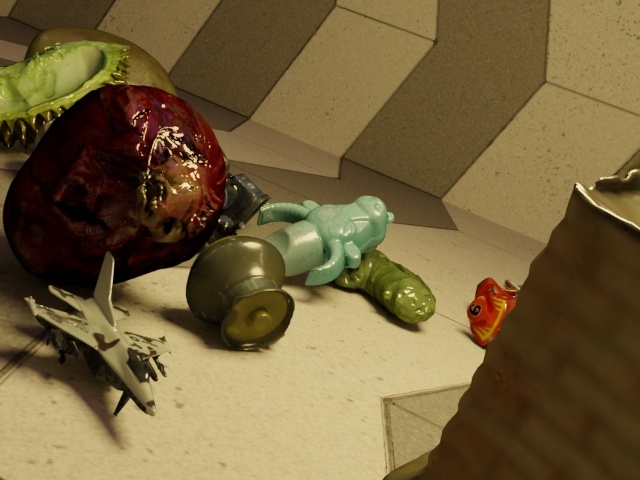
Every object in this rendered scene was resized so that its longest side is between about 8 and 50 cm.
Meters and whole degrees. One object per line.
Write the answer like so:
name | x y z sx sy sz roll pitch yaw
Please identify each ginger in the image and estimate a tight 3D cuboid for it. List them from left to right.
ginger | 0.079 0.056 1.442 0.290 0.089 0.137 34 3 28

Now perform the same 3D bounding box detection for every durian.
durian | -0.500 -0.260 1.505 0.394 0.198 0.163 -19 -4 -22

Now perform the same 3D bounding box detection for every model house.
model house | 0.297 0.187 0.645 0.395 0.400 0.445 42 29 27

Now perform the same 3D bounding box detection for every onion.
onion | -0.244 -0.056 1.004 0.281 0.281 0.221 37 -20 52

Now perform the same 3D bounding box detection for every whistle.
whistle | 0.000 0.000 1.360 0.273 0.093 0.186 -19 43 -23

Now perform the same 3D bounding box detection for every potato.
potato | -0.435 -0.295 1.733 0.326 0.221 0.243 18 46 -13

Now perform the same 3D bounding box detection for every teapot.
teapot | -0.088 0.072 1.055 0.119 0.130 0.166 54 0 42

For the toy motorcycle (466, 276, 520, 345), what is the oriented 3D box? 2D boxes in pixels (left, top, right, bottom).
toy motorcycle | 0.335 0.137 1.482 0.171 0.089 0.298 21 12 6

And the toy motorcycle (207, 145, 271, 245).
toy motorcycle | -0.198 -0.086 1.419 0.212 0.125 0.358 44 12 0

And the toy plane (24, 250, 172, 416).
toy plane | -0.202 0.106 0.819 0.160 0.082 0.234 24 23 -37

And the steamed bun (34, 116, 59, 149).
steamed bun | -0.384 -0.123 1.402 0.182 0.106 0.183 26 12 -6
